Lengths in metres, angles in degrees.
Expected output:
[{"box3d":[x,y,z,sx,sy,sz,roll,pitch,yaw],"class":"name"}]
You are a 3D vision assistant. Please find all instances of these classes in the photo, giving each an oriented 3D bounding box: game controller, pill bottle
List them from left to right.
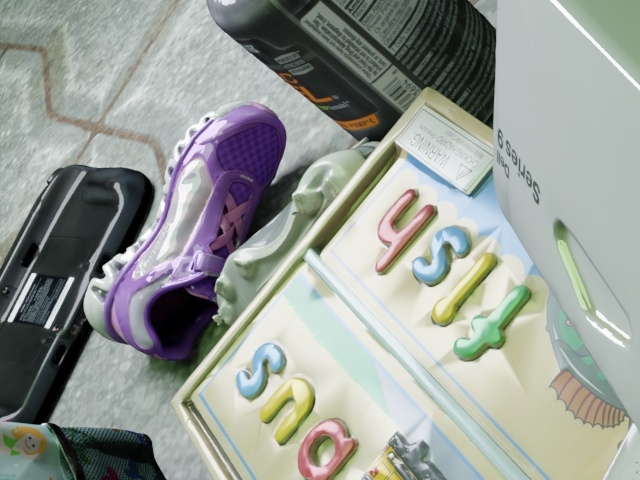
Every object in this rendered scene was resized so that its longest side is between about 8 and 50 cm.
[{"box3d":[-0.275,0.064,1.123,0.166,0.067,0.319,8,67,38],"class":"game controller"},{"box3d":[0.011,-0.165,0.788,0.130,0.246,0.130,-32,39,30],"class":"pill bottle"}]

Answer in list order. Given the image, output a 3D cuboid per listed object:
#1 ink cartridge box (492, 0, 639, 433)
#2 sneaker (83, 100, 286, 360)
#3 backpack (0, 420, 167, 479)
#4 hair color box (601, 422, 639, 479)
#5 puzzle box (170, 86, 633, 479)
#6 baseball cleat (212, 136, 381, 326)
[{"box3d":[0.228,-0.037,0.387,0.289,0.121,0.211,-13,38,-8],"class":"ink cartridge box"},{"box3d":[-0.092,0.001,0.918,0.236,0.095,0.104,-57,39,5],"class":"sneaker"},{"box3d":[-0.223,0.224,0.730,0.225,0.253,0.191,-42,55,16],"class":"backpack"},{"box3d":[0.170,0.075,0.454,0.072,0.043,0.141,25,83,49],"class":"hair color box"},{"box3d":[0.087,0.108,0.587,0.272,0.052,0.409,-52,40,5],"class":"puzzle box"},{"box3d":[0.000,0.000,0.830,0.109,0.072,0.206,-30,-10,-42],"class":"baseball cleat"}]
